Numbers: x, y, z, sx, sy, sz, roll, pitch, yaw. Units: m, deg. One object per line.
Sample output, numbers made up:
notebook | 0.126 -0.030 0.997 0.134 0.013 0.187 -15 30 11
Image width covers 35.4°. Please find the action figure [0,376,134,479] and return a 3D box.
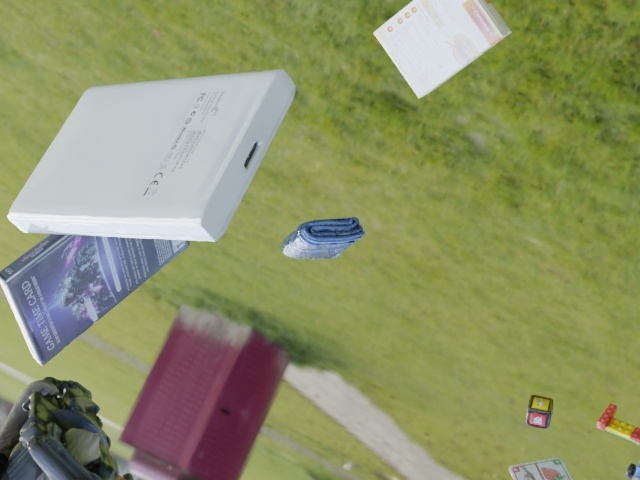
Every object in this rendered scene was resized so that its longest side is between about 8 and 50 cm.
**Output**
action figure | -0.277 0.189 0.812 0.330 0.179 0.341 30 175 -7

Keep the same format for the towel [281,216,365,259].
towel | 0.000 0.000 1.042 0.067 0.029 0.119 -4 173 -13

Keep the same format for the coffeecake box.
coffeecake box | 0.210 -0.359 1.732 0.185 0.068 0.142 -34 91 30

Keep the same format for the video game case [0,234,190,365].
video game case | -0.288 0.023 1.326 0.026 0.274 0.196 36 150 24

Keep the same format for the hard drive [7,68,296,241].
hard drive | -0.190 -0.093 1.096 0.307 0.203 0.040 2 146 38

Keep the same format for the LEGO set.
LEGO set | 0.259 0.200 0.818 0.182 0.244 0.060 -8 125 -8
